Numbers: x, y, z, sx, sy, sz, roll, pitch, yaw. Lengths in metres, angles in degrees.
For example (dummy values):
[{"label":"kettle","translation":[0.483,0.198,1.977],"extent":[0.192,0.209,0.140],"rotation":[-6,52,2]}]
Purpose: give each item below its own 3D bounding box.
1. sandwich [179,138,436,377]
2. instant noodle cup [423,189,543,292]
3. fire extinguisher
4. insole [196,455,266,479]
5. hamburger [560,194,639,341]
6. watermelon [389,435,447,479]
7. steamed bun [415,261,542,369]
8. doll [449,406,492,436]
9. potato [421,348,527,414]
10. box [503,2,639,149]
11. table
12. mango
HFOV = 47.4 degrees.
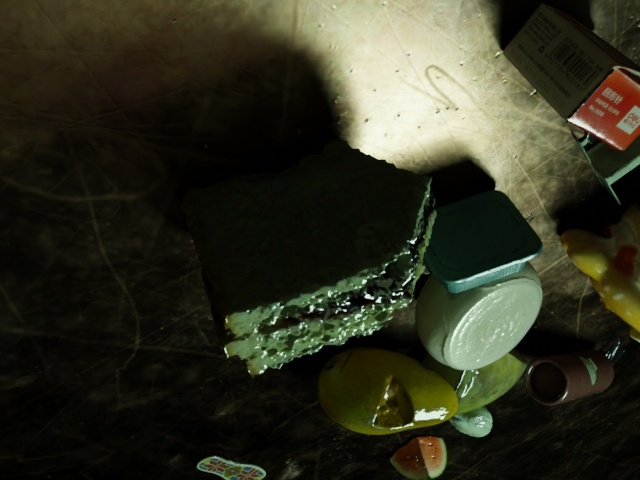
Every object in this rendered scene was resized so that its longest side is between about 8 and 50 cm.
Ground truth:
[{"label":"sandwich","translation":[0.000,0.000,0.955],"extent":[0.326,0.262,0.131],"rotation":[-19,136,-6]},{"label":"instant noodle cup","translation":[0.240,0.009,1.155],"extent":[0.179,0.157,0.070],"rotation":[-18,136,-7]},{"label":"fire extinguisher","translation":[0.586,0.281,1.619],"extent":[0.344,0.102,0.138],"rotation":[2,117,-47]},{"label":"insole","translation":[-0.187,0.487,1.547],"extent":[0.065,0.006,0.193],"rotation":[-39,137,15]},{"label":"hamburger","translation":[0.588,0.063,1.315],"extent":[0.303,0.261,0.186],"rotation":[36,116,-25]},{"label":"watermelon","translation":[0.241,0.498,1.728],"extent":[0.135,0.125,0.094],"rotation":[-33,113,-35]},{"label":"steamed bun","translation":[0.263,0.105,1.271],"extent":[0.232,0.145,0.231],"rotation":[-18,132,-21]},{"label":"doll","translation":[0.331,0.397,1.628],"extent":[0.104,0.071,0.214],"rotation":[10,166,15]},{"label":"potato","translation":[0.334,0.262,1.483],"extent":[0.255,0.112,0.269],"rotation":[3,125,-33]},{"label":"box","translation":[0.348,-0.218,0.961],"extent":[0.133,0.182,0.099],"rotation":[17,123,-33]},{"label":"table","translation":[0.513,-0.157,1.191],"extent":[0.146,0.062,0.175],"rotation":[-38,139,15]},{"label":"mango","translation":[0.123,0.280,1.347],"extent":[0.262,0.167,0.130],"rotation":[3,125,-12]}]
